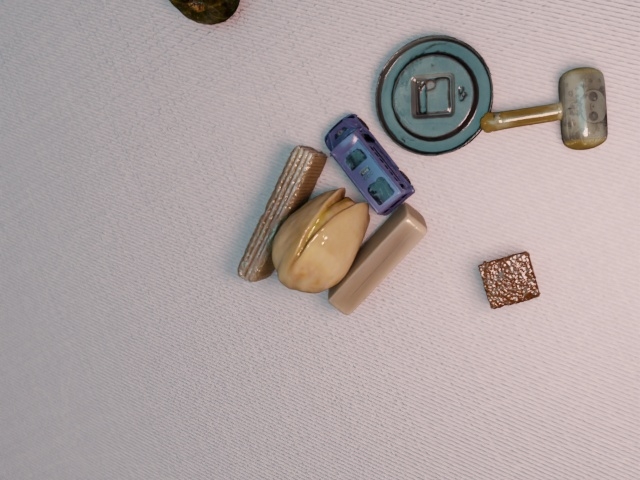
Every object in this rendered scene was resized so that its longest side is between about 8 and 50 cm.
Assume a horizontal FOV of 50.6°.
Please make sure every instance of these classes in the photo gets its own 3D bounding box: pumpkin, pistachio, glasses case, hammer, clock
[{"bbox_3d":[-0.341,-0.731,1.963,0.223,0.224,0.157,10,65,19],"label":"pumpkin"},{"bbox_3d":[0.000,0.000,1.872,0.229,0.238,0.321,38,79,12],"label":"pistachio"},{"bbox_3d":[0.153,0.051,1.868,0.076,0.144,0.336,38,108,-11],"label":"glasses case"},{"bbox_3d":[0.555,-0.319,1.700,0.305,0.113,0.202,-4,89,14],"label":"hammer"},{"bbox_3d":[0.308,-0.386,1.823,0.318,0.066,0.319,2,95,21],"label":"clock"}]

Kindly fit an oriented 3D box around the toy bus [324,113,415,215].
[{"bbox_3d":[0.123,-0.213,1.869,0.125,0.133,0.292,-40,81,19],"label":"toy bus"}]

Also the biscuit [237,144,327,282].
[{"bbox_3d":[-0.114,-0.073,1.965,0.078,0.144,0.426,29,104,15],"label":"biscuit"}]

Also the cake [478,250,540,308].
[{"bbox_3d":[0.491,0.098,1.749,0.135,0.147,0.135,-16,90,20],"label":"cake"}]
